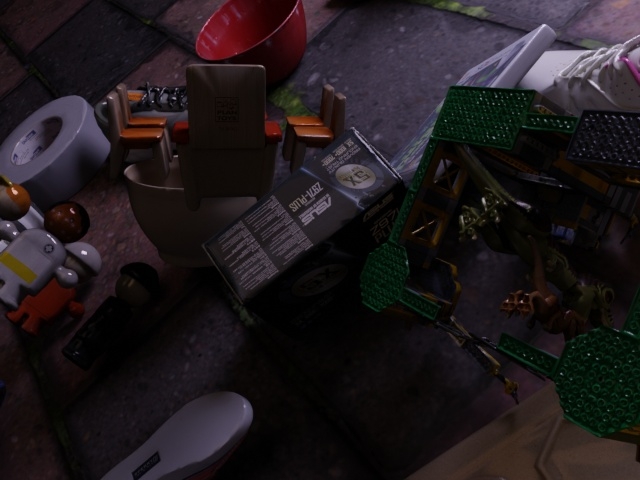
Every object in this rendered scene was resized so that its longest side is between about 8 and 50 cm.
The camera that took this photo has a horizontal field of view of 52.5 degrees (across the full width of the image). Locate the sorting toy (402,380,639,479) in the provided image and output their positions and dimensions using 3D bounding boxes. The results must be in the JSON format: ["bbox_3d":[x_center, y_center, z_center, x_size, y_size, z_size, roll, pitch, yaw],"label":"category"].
[{"bbox_3d":[0.214,0.181,0.438,0.307,0.041,0.229,-35,44,3],"label":"sorting toy"}]

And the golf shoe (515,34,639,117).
[{"bbox_3d":[0.290,-0.144,0.592,0.115,0.140,0.306,-47,42,-8],"label":"golf shoe"}]

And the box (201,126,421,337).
[{"bbox_3d":[0.000,0.000,0.641,0.180,0.147,0.077,-38,64,-1],"label":"box"}]

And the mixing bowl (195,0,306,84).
[{"bbox_3d":[-0.090,-0.306,1.001,0.182,0.098,0.181,-17,48,20],"label":"mixing bowl"}]

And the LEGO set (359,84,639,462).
[{"bbox_3d":[0.207,0.014,0.502,0.331,0.192,0.254,11,83,57],"label":"LEGO set"}]

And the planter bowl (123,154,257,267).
[{"bbox_3d":[-0.148,-0.034,0.782,0.162,0.109,0.162,1,21,-1],"label":"planter bowl"}]

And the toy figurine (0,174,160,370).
[{"bbox_3d":[-0.328,0.033,0.795,0.213,0.209,0.148,15,58,40],"label":"toy figurine"}]

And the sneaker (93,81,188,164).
[{"bbox_3d":[-0.233,-0.195,0.998,0.272,0.108,0.100,-11,48,24],"label":"sneaker"}]

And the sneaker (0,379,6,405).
[{"bbox_3d":[-0.419,0.259,0.768,0.087,0.083,0.221,9,40,-6],"label":"sneaker"}]

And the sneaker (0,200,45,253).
[{"bbox_3d":[-0.669,0.048,1.031,0.448,0.169,0.257,-5,51,27],"label":"sneaker"}]

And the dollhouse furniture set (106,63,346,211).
[{"bbox_3d":[-0.099,-0.134,0.705,0.262,0.135,0.259,-2,21,-9],"label":"dollhouse furniture set"}]

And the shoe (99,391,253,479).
[{"bbox_3d":[-0.121,0.211,0.600,0.178,0.081,0.063,-38,43,5],"label":"shoe"}]

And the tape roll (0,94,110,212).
[{"bbox_3d":[-0.476,-0.154,1.146,0.219,0.072,0.219,-18,46,20],"label":"tape roll"}]

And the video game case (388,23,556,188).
[{"bbox_3d":[0.141,-0.129,0.685,0.190,0.022,0.173,-50,8,-8],"label":"video game case"}]
